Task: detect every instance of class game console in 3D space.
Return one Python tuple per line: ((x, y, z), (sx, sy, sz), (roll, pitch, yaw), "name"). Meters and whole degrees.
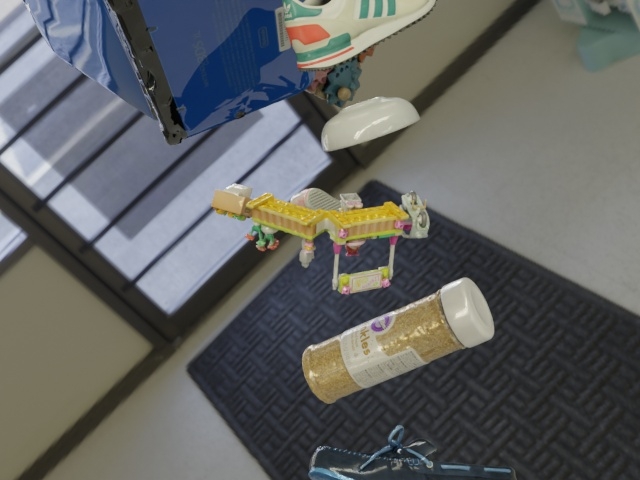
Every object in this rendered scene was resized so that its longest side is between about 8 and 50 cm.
((-0.152, -0.233, 0.830), (0.250, 0.293, 0.173), (-23, 73, -7), "game console")

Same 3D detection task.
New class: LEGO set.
((0.000, 0.000, 1.149), (0.286, 0.107, 0.132), (1, 26, -4), "LEGO set")

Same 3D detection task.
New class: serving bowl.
((0.037, -0.098, 0.719), (0.083, 0.027, 0.083), (-18, 11, 4), "serving bowl")

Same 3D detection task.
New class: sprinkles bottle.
((0.140, 0.191, 1.650), (0.355, 0.121, 0.121), (-27, 36, 23), "sprinkles bottle")

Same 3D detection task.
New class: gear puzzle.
((0.069, -0.374, 1.373), (0.044, 0.175, 0.339), (26, 95, 37), "gear puzzle")

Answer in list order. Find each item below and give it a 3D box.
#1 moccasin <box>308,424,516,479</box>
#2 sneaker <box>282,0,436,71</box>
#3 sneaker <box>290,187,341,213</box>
((0.147, 0.367, 1.392), (0.137, 0.341, 0.117), (140, 146, -63), "moccasin")
((0.034, -0.206, 0.751), (0.161, 0.075, 0.057), (-36, 26, -25), "sneaker")
((0.008, -0.039, 1.417), (0.070, 0.134, 0.051), (-7, 55, 51), "sneaker")
